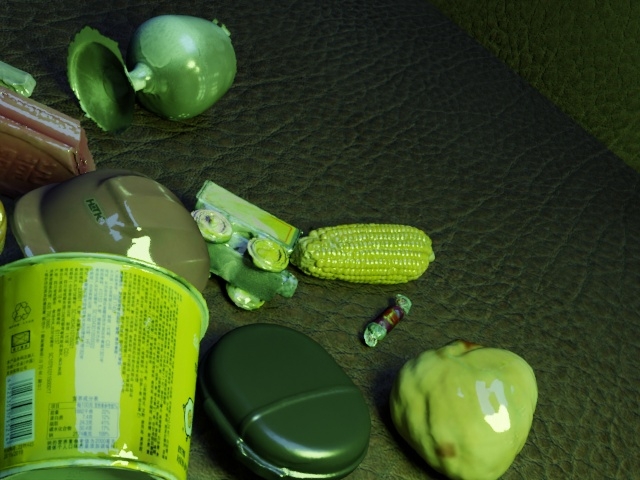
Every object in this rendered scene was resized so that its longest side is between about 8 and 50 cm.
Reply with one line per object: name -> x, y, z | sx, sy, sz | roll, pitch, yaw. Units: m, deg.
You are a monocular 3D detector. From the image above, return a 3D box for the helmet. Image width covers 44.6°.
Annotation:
helmet -> -0.289, 0.005, 1.184 | 0.271, 0.197, 0.338 | 56, -1, 25

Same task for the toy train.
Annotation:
toy train -> -0.155, 0.010, 1.441 | 0.260, 0.134, 0.177 | 29, 35, -6

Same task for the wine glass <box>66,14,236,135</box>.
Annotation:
wine glass -> -0.342, -0.362, 1.658 | 0.238, 0.238, 0.323 | 42, 41, 12

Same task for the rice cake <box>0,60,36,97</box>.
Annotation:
rice cake -> -0.731, -0.363, 1.505 | 0.365, 0.056, 0.073 | 24, 32, -12

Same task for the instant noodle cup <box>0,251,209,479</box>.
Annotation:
instant noodle cup -> -0.295, 0.205, 0.976 | 0.325, 0.325, 0.254 | 12, 49, -27

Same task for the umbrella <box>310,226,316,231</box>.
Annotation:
umbrella -> 0.002, -0.001, 1.669 | 0.020, 0.031, 0.083 | -23, 55, -13

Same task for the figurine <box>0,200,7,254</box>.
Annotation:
figurine -> -0.507, 0.021, 1.045 | 0.142, 0.263, 0.189 | 20, 42, -17

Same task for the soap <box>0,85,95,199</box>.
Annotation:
soap -> -0.514, -0.162, 1.343 | 0.250, 0.162, 0.099 | 23, 37, -12

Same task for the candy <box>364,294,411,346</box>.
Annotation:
candy -> 0.130, 0.161, 1.562 | 0.045, 0.043, 0.175 | 43, 40, 11

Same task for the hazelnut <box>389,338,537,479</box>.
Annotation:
hazelnut -> 0.258, 0.304, 1.363 | 0.261, 0.241, 0.261 | -1, 31, 1

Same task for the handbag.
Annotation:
handbag -> -0.059, 0.252, 1.228 | 0.253, 0.093, 0.308 | -8, 43, -42

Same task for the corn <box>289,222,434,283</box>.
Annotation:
corn -> 0.098, 0.027, 1.622 | 0.347, 0.130, 0.130 | 2, 46, -34
